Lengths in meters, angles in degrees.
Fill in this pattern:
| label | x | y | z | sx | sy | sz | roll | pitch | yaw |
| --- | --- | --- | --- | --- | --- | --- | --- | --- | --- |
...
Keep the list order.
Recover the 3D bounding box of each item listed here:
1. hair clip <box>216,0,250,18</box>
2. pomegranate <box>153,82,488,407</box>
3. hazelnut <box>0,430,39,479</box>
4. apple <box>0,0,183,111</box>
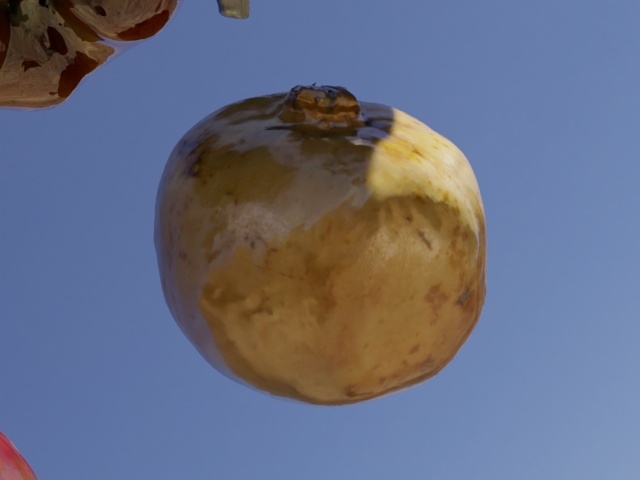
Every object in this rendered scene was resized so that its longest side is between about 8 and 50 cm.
| label | x | y | z | sx | sy | sz | roll | pitch | yaw |
| --- | --- | --- | --- | --- | --- | --- | --- | --- | --- |
| hair clip | -0.087 | -0.261 | 1.346 | 0.056 | 0.146 | 0.187 | -66 | -24 | -23 |
| pomegranate | 0.000 | 0.000 | 1.114 | 0.248 | 0.248 | 0.248 | -33 | -24 | -17 |
| hazelnut | -0.181 | 0.137 | 0.566 | 0.202 | 0.170 | 0.160 | -40 | -49 | -41 |
| apple | -0.223 | -0.238 | 0.999 | 0.288 | 0.317 | 0.288 | -24 | -31 | -15 |
